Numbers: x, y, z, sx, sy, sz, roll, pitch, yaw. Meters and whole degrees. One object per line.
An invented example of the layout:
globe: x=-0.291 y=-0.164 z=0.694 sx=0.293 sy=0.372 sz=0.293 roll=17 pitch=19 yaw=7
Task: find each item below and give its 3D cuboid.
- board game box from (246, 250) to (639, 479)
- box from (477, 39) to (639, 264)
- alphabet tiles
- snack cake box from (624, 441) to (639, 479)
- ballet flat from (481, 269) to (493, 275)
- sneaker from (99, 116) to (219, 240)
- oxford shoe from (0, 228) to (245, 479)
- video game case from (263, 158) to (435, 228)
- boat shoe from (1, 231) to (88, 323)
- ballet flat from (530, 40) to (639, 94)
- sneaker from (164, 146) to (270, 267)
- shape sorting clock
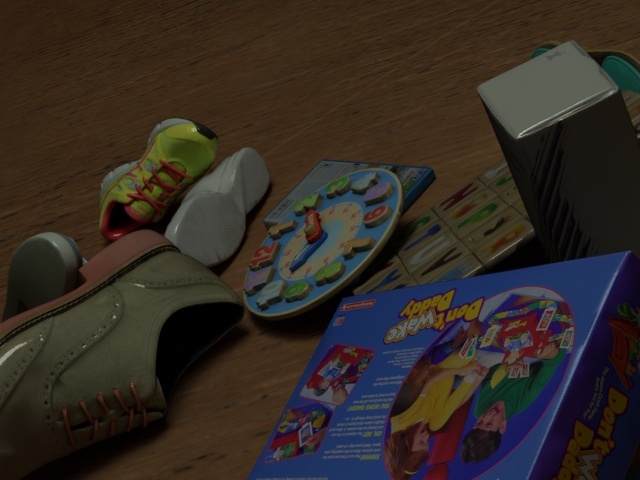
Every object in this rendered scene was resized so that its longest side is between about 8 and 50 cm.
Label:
board game box: x=0.096 y=0.141 z=1.262 sx=0.347 sy=0.078 sz=0.233 roll=-11 pitch=44 yaw=54
box: x=0.229 y=-0.018 z=1.359 sx=0.094 sy=0.275 sz=0.113 roll=-26 pitch=30 yaw=1
alphabet tiles: x=0.177 y=-0.037 z=1.559 sx=0.342 sy=0.011 sz=0.285 roll=-34 pitch=12 yaw=2
snack cake box: x=0.293 y=0.138 z=1.254 sx=0.152 sy=0.089 sz=0.264 roll=14 pitch=48 yaw=46
ballet flat: x=0.087 y=0.100 z=1.493 sx=0.213 sy=0.072 sz=0.068 roll=-37 pitch=62 yaw=-14
sneaker: x=-0.191 y=-0.064 z=1.914 sx=0.208 sy=0.081 sz=0.094 roll=-39 pitch=28 yaw=40
oxford shoe: x=-0.233 y=0.139 z=1.582 sx=0.146 sy=0.140 sz=0.397 roll=26 pitch=55 yaw=26
video game case: x=0.031 y=-0.046 z=1.810 sx=0.166 sy=0.015 sz=0.119 roll=7 pitch=42 yaw=43
boat shoe: x=-0.280 y=0.050 z=1.729 sx=0.081 sy=0.079 sz=0.227 roll=-31 pitch=-16 yaw=-33
ballet flat: x=0.315 y=-0.172 z=1.745 sx=0.073 sy=0.080 sz=0.232 roll=-5 pitch=23 yaw=-28
sneaker: x=-0.134 y=-0.025 z=1.854 sx=0.094 sy=0.080 sz=0.212 roll=-20 pitch=20 yaw=33
shape sorting clock: x=0.000 y=0.000 z=1.686 sx=0.206 sy=0.040 sz=0.206 roll=-36 pitch=25 yaw=20
